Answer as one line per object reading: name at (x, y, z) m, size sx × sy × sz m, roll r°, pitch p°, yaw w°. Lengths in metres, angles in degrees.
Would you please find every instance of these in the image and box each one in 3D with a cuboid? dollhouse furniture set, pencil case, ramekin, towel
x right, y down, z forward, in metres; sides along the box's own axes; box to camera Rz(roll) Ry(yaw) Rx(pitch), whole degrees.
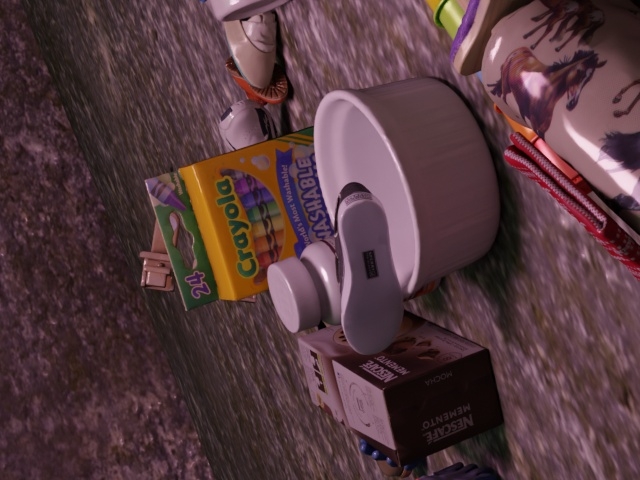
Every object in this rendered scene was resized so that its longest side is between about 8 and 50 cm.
dollhouse furniture set at (-0.163, 0.003, 2.277) m, size 0.355 × 0.303 × 0.173 m, roll 120°, pitch 157°, yaw -82°
pencil case at (0.315, -0.068, 1.121) m, size 0.410 × 0.183 × 0.160 m, roll 51°, pitch 124°, yaw 43°
ramekin at (0.111, -0.075, 1.692) m, size 0.277 × 0.135 × 0.277 m, roll 54°, pitch 155°, yaw 40°
towel at (0.287, 0.023, 1.202) m, size 0.275 × 0.031 × 0.199 m, roll 39°, pitch -171°, yaw -31°

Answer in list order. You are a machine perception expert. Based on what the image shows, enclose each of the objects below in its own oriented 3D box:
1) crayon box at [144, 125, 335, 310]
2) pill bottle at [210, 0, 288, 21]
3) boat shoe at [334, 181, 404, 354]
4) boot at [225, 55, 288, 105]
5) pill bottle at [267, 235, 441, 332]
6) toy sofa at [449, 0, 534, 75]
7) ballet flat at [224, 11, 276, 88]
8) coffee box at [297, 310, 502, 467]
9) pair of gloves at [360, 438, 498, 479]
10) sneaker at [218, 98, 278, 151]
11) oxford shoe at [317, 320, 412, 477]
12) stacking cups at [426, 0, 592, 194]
crayon box at (-0.064, -0.041, 1.911) m, size 0.083 × 0.323 × 0.203 m, roll -2°, pitch 106°, yaw 70°
pill bottle at (-0.130, -0.456, 1.995) m, size 0.131 × 0.131 × 0.229 m, roll -16°, pitch 93°, yaw 71°
boat shoe at (0.051, 0.032, 1.645) m, size 0.076 × 0.080 × 0.228 m, roll -108°, pitch 6°, yaw -59°
boot at (-0.092, -0.253, 2.214) m, size 0.158 × 0.059 × 0.084 m, roll 41°, pitch 162°, yaw 49°
pill bottle at (0.047, 0.047, 1.845) m, size 0.121 × 0.221 × 0.121 m, roll 54°, pitch 154°, yaw 40°
toy sofa at (0.190, -0.326, 1.187) m, size 0.150 × 0.177 × 0.362 m, roll 60°, pitch 159°, yaw 28°
ballet flat at (-0.116, -0.369, 2.130) m, size 0.086 × 0.086 × 0.248 m, roll 143°, pitch 108°, yaw -70°
coffee box at (0.107, 0.199, 1.906) m, size 0.297 × 0.168 × 0.118 m, roll 24°, pitch 130°, yaw 65°
pair of gloves at (0.157, 0.316, 1.877) m, size 0.198 × 0.159 × 0.023 m, roll 22°, pitch 102°, yaw 34°
sneaker at (-0.082, -0.123, 2.205) m, size 0.153 × 0.094 × 0.235 m, roll 50°, pitch 164°, yaw 31°
oxford shoe at (0.056, 0.226, 2.121) m, size 0.123 × 0.130 × 0.348 m, roll 3°, pitch 111°, yaw 69°
stacking cups at (0.201, -0.188, 1.410) m, size 0.316 × 0.096 × 0.096 m, roll 62°, pitch 159°, yaw 23°
